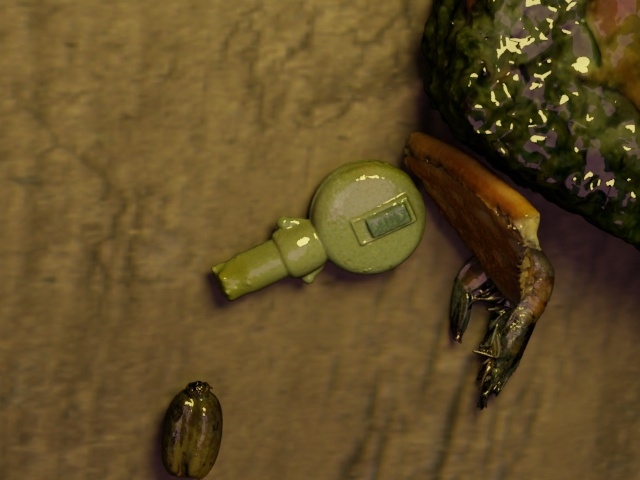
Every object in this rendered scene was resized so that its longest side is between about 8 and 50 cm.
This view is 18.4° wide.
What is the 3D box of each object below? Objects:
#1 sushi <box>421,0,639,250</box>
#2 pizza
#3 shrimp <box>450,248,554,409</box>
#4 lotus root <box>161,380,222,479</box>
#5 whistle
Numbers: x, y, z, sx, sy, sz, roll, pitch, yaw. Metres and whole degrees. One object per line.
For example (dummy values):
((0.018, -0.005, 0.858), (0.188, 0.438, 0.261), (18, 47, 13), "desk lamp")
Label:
((0.272, -0.155, 1.684), (0.352, 0.178, 0.294), (33, 94, -18), "sushi")
((0.156, -0.010, 1.736), (0.052, 0.185, 0.195), (-39, 135, -10), "pizza")
((0.158, 0.076, 1.830), (0.091, 0.034, 0.161), (17, 99, -5), "shrimp")
((-0.116, 0.171, 1.793), (0.054, 0.049, 0.099), (11, 105, 6), "lotus root")
((0.000, 0.000, 1.751), (0.198, 0.057, 0.104), (-24, 112, -4), "whistle")
